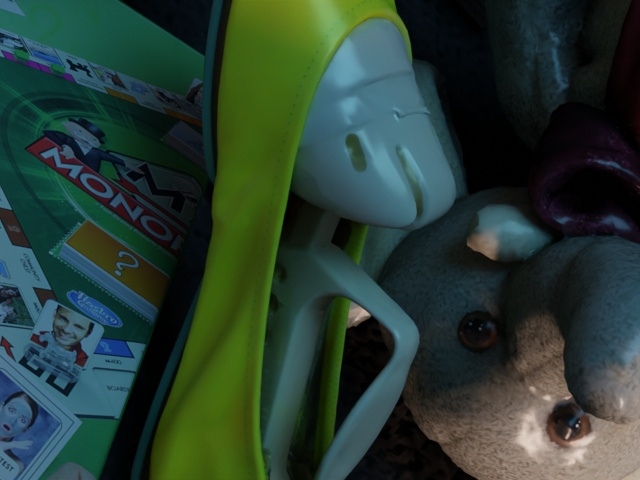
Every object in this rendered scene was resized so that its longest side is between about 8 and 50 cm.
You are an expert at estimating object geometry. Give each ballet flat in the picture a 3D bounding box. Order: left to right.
[{"bbox_3d":[0.000,0.000,0.461,0.077,0.077,0.231,-13,121,-57],"label":"ballet flat"}]

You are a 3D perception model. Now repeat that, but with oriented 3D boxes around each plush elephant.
[{"bbox_3d":[0.117,-0.013,0.532,0.272,0.330,0.255,35,75,-2],"label":"plush elephant"}]

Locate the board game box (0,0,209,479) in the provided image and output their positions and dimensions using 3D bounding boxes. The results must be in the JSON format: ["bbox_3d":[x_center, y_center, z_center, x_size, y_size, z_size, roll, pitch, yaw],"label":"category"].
[{"bbox_3d":[-0.188,-0.044,0.442,0.317,0.046,0.213,32,53,-20],"label":"board game box"}]

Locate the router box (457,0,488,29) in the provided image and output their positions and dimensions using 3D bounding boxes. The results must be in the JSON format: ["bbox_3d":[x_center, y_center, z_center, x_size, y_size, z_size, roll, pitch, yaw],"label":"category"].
[{"bbox_3d":[0.057,-0.206,0.693,0.179,0.046,0.133,45,50,-10],"label":"router box"}]
